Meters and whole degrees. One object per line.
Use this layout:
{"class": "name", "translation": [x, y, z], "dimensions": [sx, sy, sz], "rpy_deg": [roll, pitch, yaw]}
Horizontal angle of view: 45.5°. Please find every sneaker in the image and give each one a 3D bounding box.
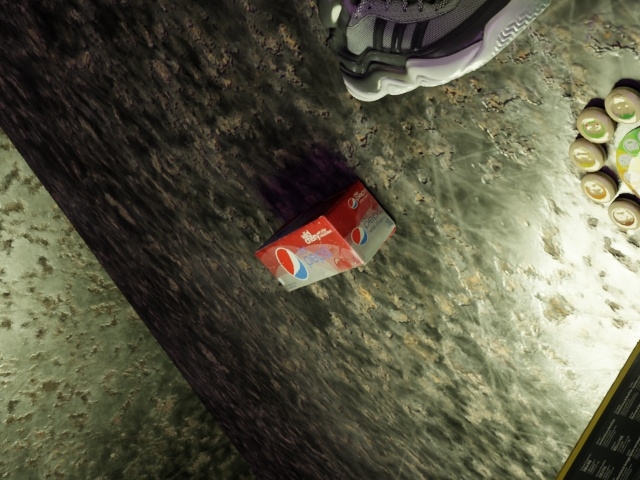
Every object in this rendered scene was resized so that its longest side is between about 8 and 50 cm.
{"class": "sneaker", "translation": [0.076, -0.224, 0.704], "dimensions": [0.153, 0.101, 0.269], "rpy_deg": [53, 155, -19]}

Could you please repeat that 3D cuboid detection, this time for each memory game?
{"class": "memory game", "translation": [0.313, -0.062, 0.696], "dimensions": [0.186, 0.012, 0.186], "rpy_deg": [33, 150, 22]}

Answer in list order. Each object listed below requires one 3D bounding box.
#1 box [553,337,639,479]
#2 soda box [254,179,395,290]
{"class": "box", "translation": [0.331, 0.294, 0.821], "dimensions": [0.079, 0.322, 0.257], "rpy_deg": [14, 140, 43]}
{"class": "soda box", "translation": [0.000, 0.000, 1.141], "dimensions": [0.092, 0.083, 0.263], "rpy_deg": [49, 152, -9]}
